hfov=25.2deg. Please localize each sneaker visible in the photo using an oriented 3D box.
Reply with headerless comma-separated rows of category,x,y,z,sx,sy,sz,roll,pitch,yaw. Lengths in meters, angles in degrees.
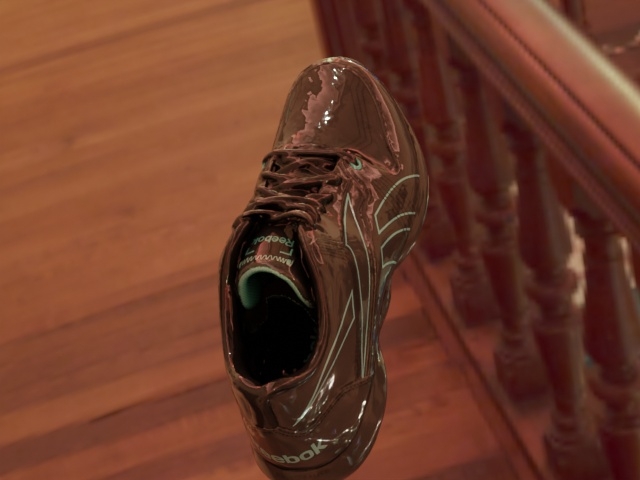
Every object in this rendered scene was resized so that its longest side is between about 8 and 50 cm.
sneaker,0.000,0.000,0.809,0.101,0.106,0.267,-7,61,20
